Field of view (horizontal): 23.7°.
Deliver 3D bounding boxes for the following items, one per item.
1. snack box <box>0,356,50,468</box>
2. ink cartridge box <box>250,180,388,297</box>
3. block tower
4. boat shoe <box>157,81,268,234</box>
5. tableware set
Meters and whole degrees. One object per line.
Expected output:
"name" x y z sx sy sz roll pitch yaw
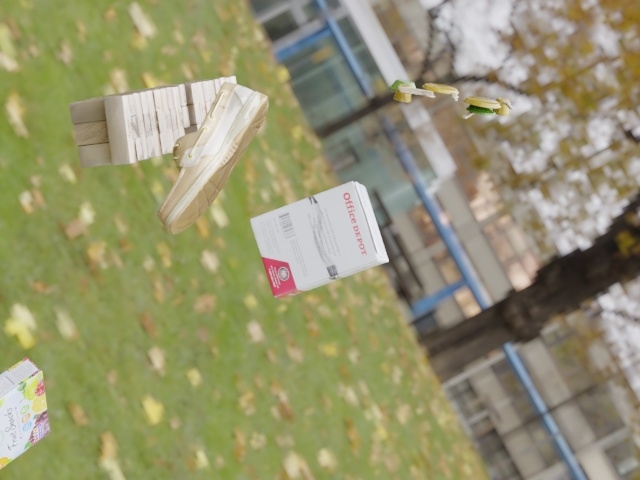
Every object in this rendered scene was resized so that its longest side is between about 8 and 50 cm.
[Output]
"snack box" -0.407 0.230 1.994 0.037 0.100 0.141 38 -33 27
"ink cartridge box" 0.000 0.000 1.965 0.063 0.150 0.109 14 58 -73
"block tower" -0.217 -0.166 2.090 0.335 0.097 0.091 -23 106 -65
"boat shoe" -0.117 -0.084 1.507 0.059 0.170 0.063 30 -20 11
"tableware set" 0.164 -0.175 1.914 0.104 0.154 0.024 -95 -166 -74
